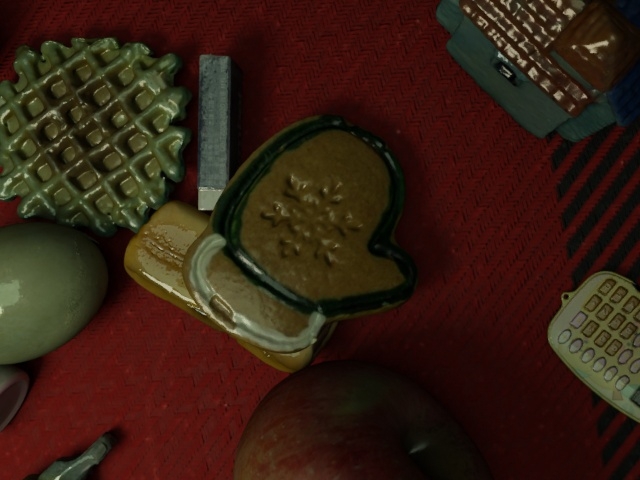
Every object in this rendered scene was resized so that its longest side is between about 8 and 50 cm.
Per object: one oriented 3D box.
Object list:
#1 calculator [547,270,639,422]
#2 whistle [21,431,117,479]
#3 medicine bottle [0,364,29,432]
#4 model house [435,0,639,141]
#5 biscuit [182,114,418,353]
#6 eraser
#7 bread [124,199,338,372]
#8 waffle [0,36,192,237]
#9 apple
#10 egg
[{"bbox_3d":[0.425,0.147,1.011,0.236,0.033,0.157,40,95,7],"label":"calculator"},{"bbox_3d":[-0.377,0.371,1.068,0.223,0.123,0.123,-43,85,-11],"label":"whistle"},{"bbox_3d":[-0.573,0.179,1.073,0.274,0.133,0.133,29,93,6],"label":"medicine bottle"},{"bbox_3d":[0.305,-0.281,0.878,0.295,0.329,0.251,45,98,3],"label":"model house"},{"bbox_3d":[0.000,0.000,0.984,0.287,0.057,0.343,37,72,0],"label":"biscuit"},{"bbox_3d":[-0.140,-0.147,1.045,0.046,0.092,0.212,1,92,5],"label":"eraser"},{"bbox_3d":[-0.120,0.062,1.041,0.305,0.091,0.142,30,78,6],"label":"bread"},{"bbox_3d":[-0.335,-0.153,1.083,0.310,0.056,0.291,7,91,7],"label":"waffle"},{"bbox_3d":[0.047,0.321,0.919,0.345,0.345,0.269,46,116,5],"label":"apple"},{"bbox_3d":[-0.417,0.073,1.024,0.253,0.186,0.186,-28,87,-9],"label":"egg"}]
